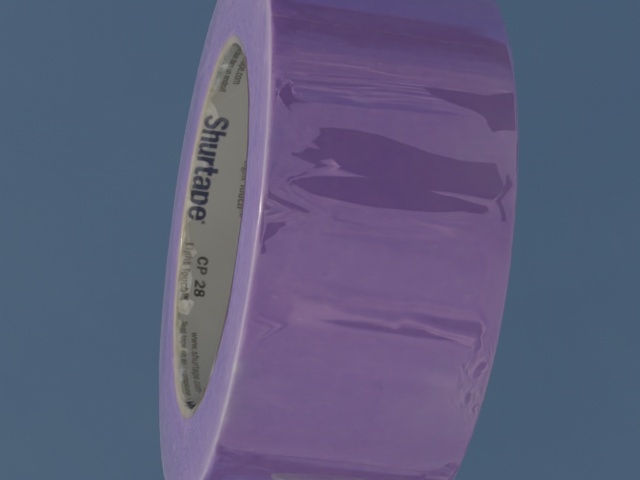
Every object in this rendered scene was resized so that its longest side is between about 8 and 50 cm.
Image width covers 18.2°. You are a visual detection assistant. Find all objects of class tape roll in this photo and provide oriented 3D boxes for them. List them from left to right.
[{"bbox_3d":[0.000,0.000,0.676,0.080,0.189,0.189,8,-85,-11],"label":"tape roll"}]
